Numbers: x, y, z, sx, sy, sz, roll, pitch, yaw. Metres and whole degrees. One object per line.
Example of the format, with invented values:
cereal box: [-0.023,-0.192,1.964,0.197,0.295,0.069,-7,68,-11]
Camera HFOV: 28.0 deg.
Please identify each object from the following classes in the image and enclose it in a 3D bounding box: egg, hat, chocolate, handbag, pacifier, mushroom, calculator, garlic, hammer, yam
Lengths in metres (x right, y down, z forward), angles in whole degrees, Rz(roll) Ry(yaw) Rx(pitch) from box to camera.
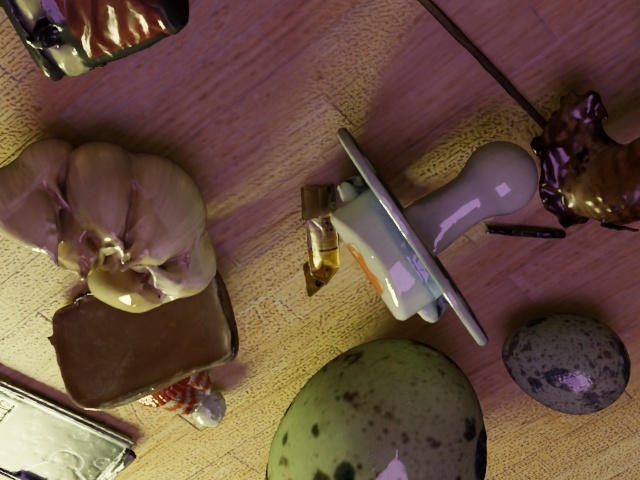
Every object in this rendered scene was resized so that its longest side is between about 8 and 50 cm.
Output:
egg: [0.325,0.161,1.701,0.172,0.132,0.132,15,127,-2]
hat: [-0.189,0.201,1.751,0.112,0.094,0.162,-26,141,20]
chocolate: [-0.217,0.122,1.657,0.261,0.161,0.083,-20,164,19]
handbag: [-0.258,-0.291,1.288,0.181,0.181,0.254,-20,124,10]
pacifier: [0.146,-0.032,1.486,0.233,0.244,0.299,-33,92,10]
mushroom: [0.446,-0.111,1.383,0.356,0.334,0.331,-15,125,-12]
calculator: [-0.412,0.286,1.832,0.274,0.028,0.166,30,121,-23]
egg: [0.077,0.300,1.701,0.287,0.287,0.379,18,125,-16]
garlic: [-0.238,-0.025,1.490,0.281,0.203,0.185,37,99,-23]
hammer: [0.191,-0.200,1.479,0.058,0.029,0.292,-38,119,22]
yam: [0.261,-0.010,1.636,0.107,0.014,0.014,4,128,-7]

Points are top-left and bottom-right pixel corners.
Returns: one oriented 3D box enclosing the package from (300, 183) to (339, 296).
package: [0.001,0.000,1.597,0.047,0.071,0.131,-5,127,-2]
